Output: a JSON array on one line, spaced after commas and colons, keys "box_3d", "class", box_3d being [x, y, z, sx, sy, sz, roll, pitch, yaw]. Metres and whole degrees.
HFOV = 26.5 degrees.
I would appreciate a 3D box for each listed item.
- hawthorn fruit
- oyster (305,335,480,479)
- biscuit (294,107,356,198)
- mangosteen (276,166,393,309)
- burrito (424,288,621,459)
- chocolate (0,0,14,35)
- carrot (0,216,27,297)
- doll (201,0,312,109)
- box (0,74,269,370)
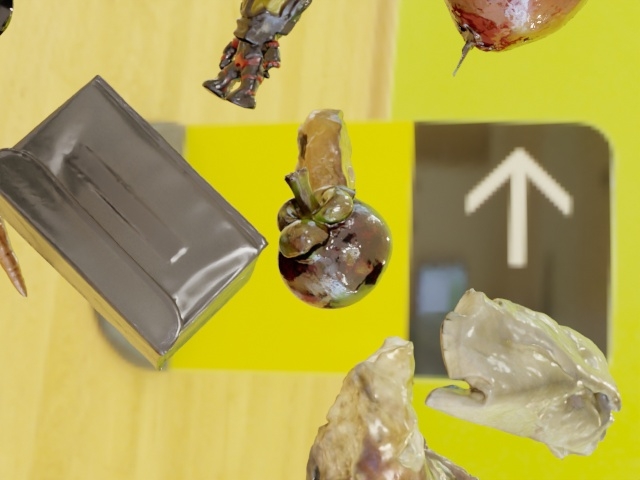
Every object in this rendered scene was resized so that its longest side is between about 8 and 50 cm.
[{"box_3d": [0.188, -0.278, 1.401, 0.235, 0.181, 0.181, -61, 165, 18], "class": "hawthorn fruit"}, {"box_3d": [0.076, 0.247, 1.055, 0.271, 0.100, 0.275, 40, 67, -30], "class": "oyster"}, {"box_3d": [0.012, -0.074, 2.275, 0.296, 0.102, 0.296, -5, 90, -85], "class": "biscuit"}, {"box_3d": [0.007, 0.009, 1.852, 0.184, 0.172, 0.172, 24, 66, -44], "class": "mangosteen"}, {"box_3d": [0.295, 0.194, 1.923, 0.332, 0.135, 0.190, 24, 86, -45], "class": "burrito"}, {"box_3d": [-0.482, -0.258, 1.391, 0.225, 0.340, 0.210, -51, 180, -29], "class": "chocolate"}, {"box_3d": [-0.516, -0.002, 2.183, 0.048, 0.048, 0.216, -50, 124, -58], "class": "carrot"}, {"box_3d": [-0.072, -0.298, 1.826, 0.249, 0.127, 0.088, -59, 159, 2], "class": "doll"}, {"box_3d": [-0.267, -0.018, 1.860, 0.204, 0.345, 0.251, -45, 177, -13], "class": "box"}]
